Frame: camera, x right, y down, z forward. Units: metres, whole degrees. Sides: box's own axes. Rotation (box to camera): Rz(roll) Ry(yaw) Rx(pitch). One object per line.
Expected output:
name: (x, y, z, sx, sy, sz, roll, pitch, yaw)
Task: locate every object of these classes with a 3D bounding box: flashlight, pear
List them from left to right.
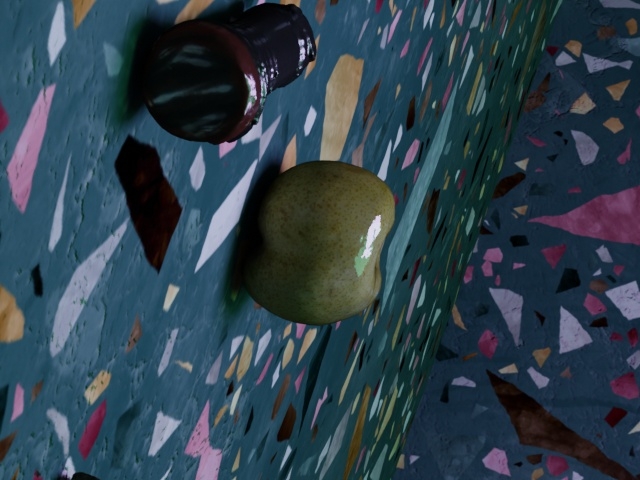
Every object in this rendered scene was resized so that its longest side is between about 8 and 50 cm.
flashlight: (-0.064, -0.136, 1.087, 0.232, 0.093, 0.093, -55, 159, -71)
pear: (0.000, 0.000, 1.419, 0.167, 0.137, 0.167, 14, 90, -80)

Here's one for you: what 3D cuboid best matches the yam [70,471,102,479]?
yam: (-0.189, 0.255, 1.097, 0.070, 0.070, 0.146, 54, 55, -75)
